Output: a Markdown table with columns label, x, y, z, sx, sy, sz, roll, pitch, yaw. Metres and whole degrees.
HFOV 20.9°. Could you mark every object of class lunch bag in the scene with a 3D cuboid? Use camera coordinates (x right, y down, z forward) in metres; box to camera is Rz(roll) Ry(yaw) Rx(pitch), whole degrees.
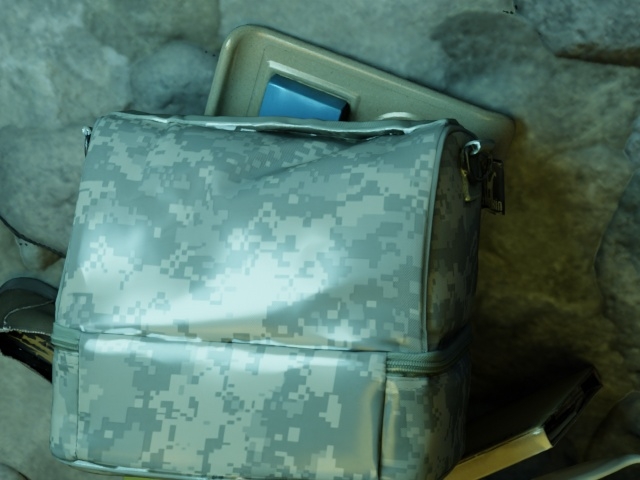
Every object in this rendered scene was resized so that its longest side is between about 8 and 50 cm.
| label | x | y | z | sx | sy | sz | roll | pitch | yaw |
| --- | --- | --- | --- | --- | --- | --- | --- | --- | --- |
| lunch bag | -0.030 | 0.035 | 1.253 | 0.305 | 0.212 | 0.256 | 4 | 97 | 16 |

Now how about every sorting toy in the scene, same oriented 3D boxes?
| label | x | y | z | sx | sy | sz | roll | pitch | yaw |
| --- | --- | --- | --- | --- | --- | --- | --- | --- | --- |
| sorting toy | 0.000 | 0.000 | 1.366 | 0.229 | 0.041 | 0.307 | 19 | 122 | 2 |

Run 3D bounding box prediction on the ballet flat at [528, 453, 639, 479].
| label | x | y | z | sx | sy | sz | roll | pitch | yaw |
| --- | --- | --- | --- | --- | --- | --- | --- | --- | --- |
| ballet flat | 0.277 | 0.257 | 1.364 | 0.483 | 0.182 | 0.164 | 1 | 166 | -11 |

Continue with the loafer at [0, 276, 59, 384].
| label | x | y | z | sx | sy | sz | roll | pitch | yaw |
| --- | --- | --- | --- | --- | --- | --- | --- | --- | --- |
| loafer | -0.185 | 0.114 | 1.455 | 0.220 | 0.078 | 0.080 | 25 | 122 | -2 |

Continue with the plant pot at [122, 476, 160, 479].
| label | x | y | z | sx | sy | sz | roll | pitch | yaw |
| --- | --- | --- | --- | --- | --- | --- | --- | --- | --- |
| plant pot | -0.129 | 0.236 | 1.511 | 0.081 | 0.083 | 0.081 | -28 | 110 | 27 |

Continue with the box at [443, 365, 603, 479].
| label | x | y | z | sx | sy | sz | roll | pitch | yaw |
| --- | --- | --- | --- | --- | --- | --- | --- | --- | --- |
| box | 0.115 | 0.166 | 1.369 | 0.201 | 0.164 | 0.021 | -28 | 90 | 26 |
